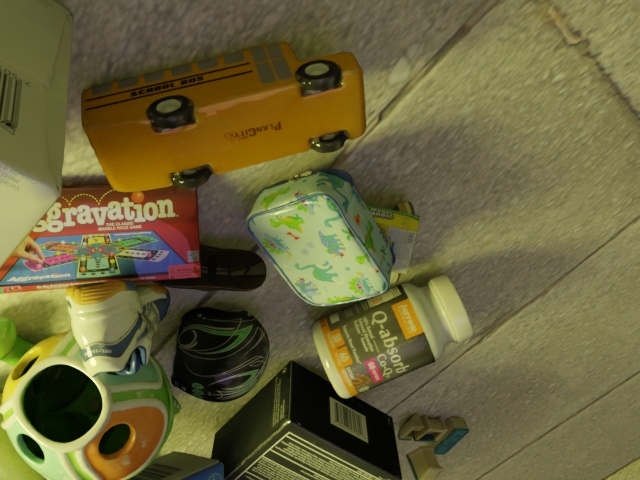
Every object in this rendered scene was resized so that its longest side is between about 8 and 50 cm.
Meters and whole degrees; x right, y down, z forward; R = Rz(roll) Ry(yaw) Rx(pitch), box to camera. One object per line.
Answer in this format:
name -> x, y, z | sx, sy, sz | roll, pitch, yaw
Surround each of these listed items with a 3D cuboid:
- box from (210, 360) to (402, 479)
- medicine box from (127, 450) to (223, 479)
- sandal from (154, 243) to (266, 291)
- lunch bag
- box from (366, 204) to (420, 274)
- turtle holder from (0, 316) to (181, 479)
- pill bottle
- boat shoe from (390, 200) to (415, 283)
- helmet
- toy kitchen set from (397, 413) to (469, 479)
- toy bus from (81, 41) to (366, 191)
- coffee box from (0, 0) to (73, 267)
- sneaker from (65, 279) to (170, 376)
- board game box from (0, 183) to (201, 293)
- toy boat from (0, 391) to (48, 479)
box -> -0.039, 0.461, 1.326 | 0.296, 0.182, 0.294 | 34, 115, -20
medicine box -> -0.319, 0.584, 1.159 | 0.149, 0.289, 0.263 | -2, 179, 33
sandal -> -0.195, 0.036, 0.983 | 0.219, 0.089, 0.060 | 9, 170, -24
lunch bag -> 0.000, 0.000, 0.953 | 0.176, 0.090, 0.219 | -17, 125, 30
box -> 0.065, -0.010, 1.014 | 0.179, 0.043, 0.105 | 12, 134, 6
turtle holder -> -0.380, 0.229, 0.966 | 0.243, 0.320, 0.227 | -26, 166, -10
pill bottle -> 0.137, 0.177, 1.178 | 0.279, 0.162, 0.162 | -24, 136, 3
boat shoe -> 0.115, 0.009, 1.079 | 0.072, 0.068, 0.190 | 2, 133, -7
helmet -> -0.172, 0.203, 1.097 | 0.162, 0.169, 0.169 | 6, 132, -4
toy kitchen set -> 0.300, 0.562, 1.611 | 0.207, 0.166, 0.122 | 14, 126, -31
toy bus -> -0.116, -0.160, 0.774 | 0.333, 0.130, 0.108 | -16, 135, -6
coffee box -> -0.462, -0.109, 0.543 | 0.334, 0.338, 0.338 | -42, 132, 21
sneaker -> -0.293, 0.131, 0.905 | 0.112, 0.130, 0.296 | -8, 175, 1
board game box -> -0.316, -0.007, 0.878 | 0.282, 0.027, 0.145 | -4, 104, -17
toy boat -> -0.526, 0.394, 1.075 | 0.148, 0.267, 0.318 | -47, 146, 1
